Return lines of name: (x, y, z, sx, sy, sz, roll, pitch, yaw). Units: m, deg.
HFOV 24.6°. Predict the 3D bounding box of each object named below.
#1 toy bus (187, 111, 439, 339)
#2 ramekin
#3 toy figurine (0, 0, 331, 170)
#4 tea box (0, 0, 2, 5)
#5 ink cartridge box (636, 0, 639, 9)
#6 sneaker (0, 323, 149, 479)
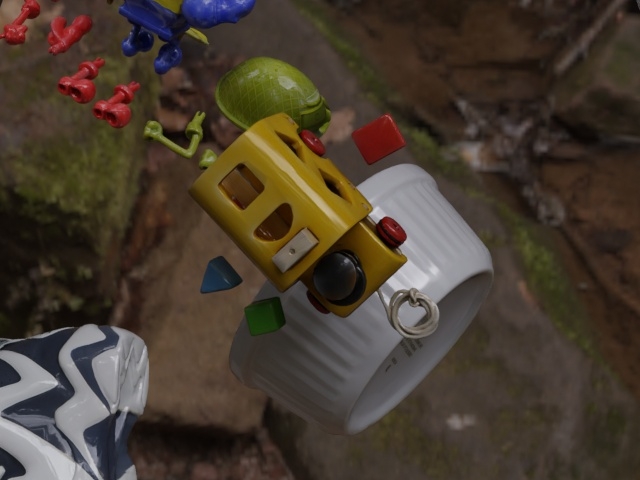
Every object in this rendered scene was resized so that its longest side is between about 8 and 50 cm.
toy bus: (-0.012, -0.005, 1.190, 0.202, 0.191, 0.104, 2, 11, 15)
ramekin: (0.050, 0.068, 1.408, 0.127, 0.273, 0.273, 42, 61, 17)
toy figurine: (-0.153, -0.244, 1.479, 0.362, 0.217, 0.191, 31, 44, 17)
tea box: (-0.355, -0.203, 0.988, 0.220, 0.323, 0.329, 32, 42, -3)
ink cartridge box: (0.351, -0.174, 1.211, 0.145, 0.179, 0.045, -22, 11, 15)
sneaker: (-0.218, 0.175, 1.072, 0.153, 0.094, 0.235, 3, 82, 16)
